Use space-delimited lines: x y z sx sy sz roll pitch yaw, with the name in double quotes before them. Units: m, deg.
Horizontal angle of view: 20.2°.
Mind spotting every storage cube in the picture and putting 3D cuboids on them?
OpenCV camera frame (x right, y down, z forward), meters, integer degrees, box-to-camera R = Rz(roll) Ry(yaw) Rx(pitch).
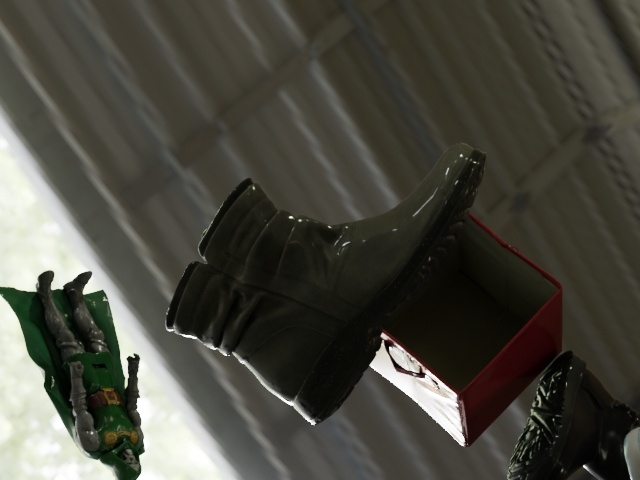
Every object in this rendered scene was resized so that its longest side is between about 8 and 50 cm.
"storage cube" 0.171 0.108 2.228 0.184 0.215 0.193 39 -15 23

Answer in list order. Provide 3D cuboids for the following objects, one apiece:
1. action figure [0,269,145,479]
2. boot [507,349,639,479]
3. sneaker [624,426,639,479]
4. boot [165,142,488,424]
"action figure" -0.224 0.138 1.783 0.063 0.137 0.232 -43 -120 38
"boot" 0.349 0.273 2.218 0.207 0.246 0.094 39 -52 -9
"sneaker" 0.445 0.247 1.723 0.208 0.127 0.319 -30 -54 25
"boot" 0.000 0.000 1.328 0.161 0.246 0.083 36 4 9
